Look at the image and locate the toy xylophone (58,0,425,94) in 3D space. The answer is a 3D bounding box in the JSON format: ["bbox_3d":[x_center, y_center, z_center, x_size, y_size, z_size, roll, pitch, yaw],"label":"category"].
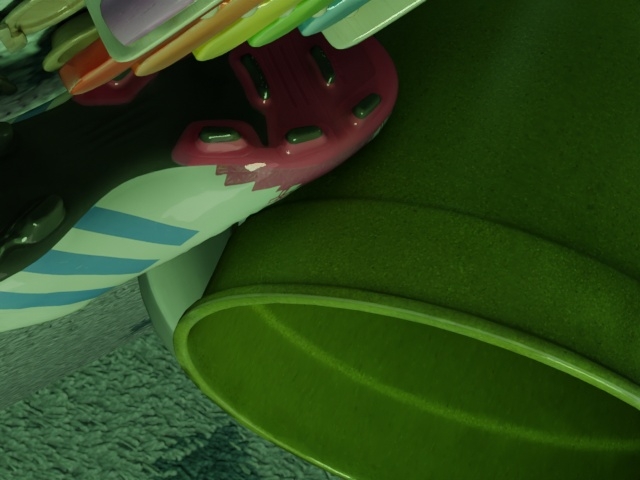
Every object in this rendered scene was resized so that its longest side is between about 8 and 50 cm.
[{"bbox_3d":[0.010,-0.165,0.856,0.236,0.081,0.323,-32,176,28],"label":"toy xylophone"}]

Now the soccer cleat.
[{"bbox_3d":[-0.110,-0.037,1.027,0.331,0.116,0.143,-23,161,-26],"label":"soccer cleat"}]

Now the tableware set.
[{"bbox_3d":[-0.166,-0.092,0.947,0.169,0.020,0.141,-30,176,7],"label":"tableware set"}]

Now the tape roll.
[{"bbox_3d":[0.000,0.000,1.372,0.286,0.286,0.100,-29,177,-13],"label":"tape roll"}]

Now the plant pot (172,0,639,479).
[{"bbox_3d":[0.134,-0.030,1.192,0.366,0.366,0.353,-38,-151,64],"label":"plant pot"}]
